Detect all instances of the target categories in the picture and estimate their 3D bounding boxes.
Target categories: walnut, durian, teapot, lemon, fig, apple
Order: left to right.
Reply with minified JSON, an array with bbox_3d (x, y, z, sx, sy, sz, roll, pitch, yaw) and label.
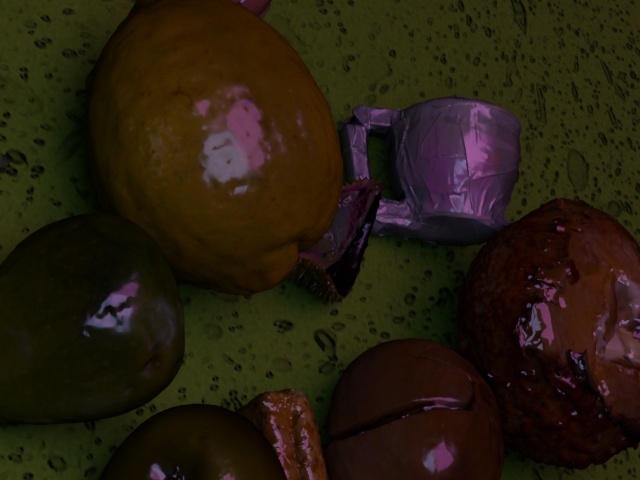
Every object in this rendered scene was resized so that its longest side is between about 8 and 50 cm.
[{"bbox_3d":[-0.267,0.096,1.251,0.275,0.206,0.206,-18,80,-21],"label":"fig"},{"bbox_3d":[-0.122,0.250,1.275,0.196,0.157,0.196,-3,62,6],"label":"apple"},{"bbox_3d":[-0.117,-0.106,1.402,0.285,0.285,0.316,-43,118,-43],"label":"lemon"},{"bbox_3d":[-0.003,-0.002,1.575,0.108,0.119,0.186,18,48,13],"label":"durian"},{"bbox_3d":[0.107,0.223,1.441,0.203,0.203,0.298,37,21,-19],"label":"walnut"},{"bbox_3d":[0.147,-0.085,1.676,0.221,0.163,0.178,17,67,-33],"label":"teapot"}]

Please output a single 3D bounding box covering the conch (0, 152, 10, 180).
[{"bbox_3d":[-0.384,-0.107,1.325,0.170,0.079,0.105,7,70,-53],"label":"conch"}]

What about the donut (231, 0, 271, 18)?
[{"bbox_3d":[-0.156,-0.361,1.621,0.199,0.085,0.233,-19,80,-41],"label":"donut"}]

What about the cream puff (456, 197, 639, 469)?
[{"bbox_3d":[0.289,0.120,1.637,0.350,0.229,0.350,20,61,-40],"label":"cream puff"}]

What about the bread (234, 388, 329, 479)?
[{"bbox_3d":[-0.035,0.260,1.394,0.083,0.114,0.211,-4,73,-25],"label":"bread"}]
